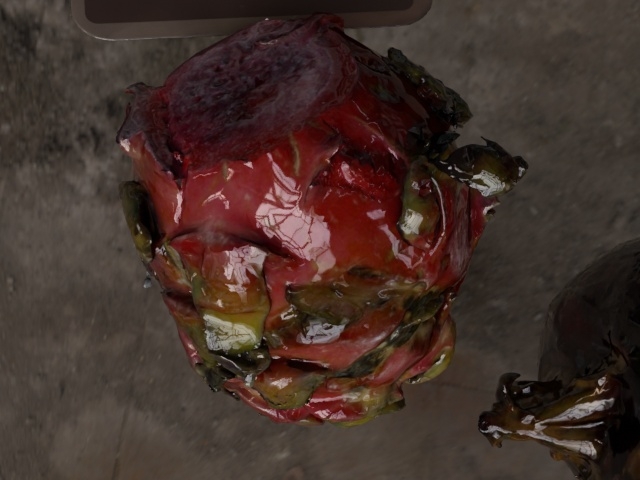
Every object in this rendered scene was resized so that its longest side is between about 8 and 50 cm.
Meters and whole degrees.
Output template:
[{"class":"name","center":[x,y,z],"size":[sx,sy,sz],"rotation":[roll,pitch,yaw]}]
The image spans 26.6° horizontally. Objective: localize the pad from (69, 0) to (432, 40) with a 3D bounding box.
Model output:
[{"class":"pad","center":[-0.056,-0.225,1.011],"size":[0.266,0.002,0.176],"rotation":[-4,61,-8]}]

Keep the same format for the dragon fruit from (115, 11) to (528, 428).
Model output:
[{"class":"dragon fruit","center":[0.000,0.000,0.956],"size":[0.269,0.291,0.250],"rotation":[-24,36,0]}]

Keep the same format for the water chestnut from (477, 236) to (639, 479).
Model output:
[{"class":"water chestnut","center":[0.303,0.148,1.211],"size":[0.347,0.335,0.335],"rotation":[-16,78,-18]}]
